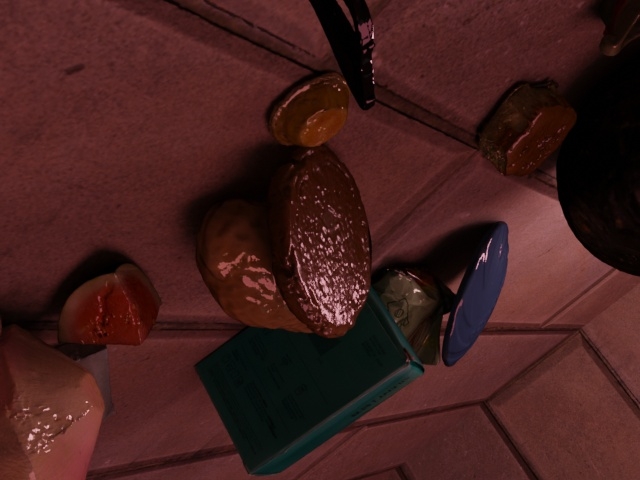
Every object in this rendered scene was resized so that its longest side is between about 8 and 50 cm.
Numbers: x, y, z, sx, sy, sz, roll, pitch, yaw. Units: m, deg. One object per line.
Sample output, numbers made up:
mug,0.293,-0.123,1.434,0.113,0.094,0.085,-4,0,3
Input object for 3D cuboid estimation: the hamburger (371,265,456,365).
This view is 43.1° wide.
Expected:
hamburger,0.119,0.168,1.445,0.276,0.151,0.260,-36,154,8

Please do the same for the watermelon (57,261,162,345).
watermelon,-0.224,0.082,0.938,0.125,0.094,0.135,-53,154,22

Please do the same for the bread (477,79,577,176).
bread,0.288,-0.156,1.147,0.127,0.069,0.140,-7,144,-43

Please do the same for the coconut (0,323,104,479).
coconut,-0.353,0.209,0.862,0.245,0.233,0.233,-26,155,-14

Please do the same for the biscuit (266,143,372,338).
biscuit,0.000,0.000,0.937,0.042,0.226,0.226,-7,169,29

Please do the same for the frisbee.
frisbee,0.302,0.105,1.501,0.289,0.049,0.290,-50,152,-39

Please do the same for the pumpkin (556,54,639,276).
pumpkin,0.586,-0.122,1.242,0.454,0.344,0.454,-21,154,-11

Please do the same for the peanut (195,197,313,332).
peanut,-0.054,0.038,1.014,0.147,0.147,0.305,-41,155,16

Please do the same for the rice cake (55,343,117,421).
rice cake,-0.340,0.209,1.090,0.127,0.043,0.237,-21,152,-22

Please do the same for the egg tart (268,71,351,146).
egg tart,-0.006,-0.133,0.870,0.105,0.039,0.105,-26,153,-15

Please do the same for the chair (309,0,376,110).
chair,0.023,-0.209,0.538,0.113,0.229,0.106,-28,156,-6

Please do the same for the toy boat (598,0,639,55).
toy boat,0.418,-0.294,1.046,0.185,0.071,0.089,-26,154,-18

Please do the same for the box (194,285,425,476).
box,-0.016,0.203,1.280,0.311,0.205,0.118,-37,157,8

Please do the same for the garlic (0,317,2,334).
garlic,-0.372,0.077,0.743,0.147,0.102,0.159,2,128,-32
